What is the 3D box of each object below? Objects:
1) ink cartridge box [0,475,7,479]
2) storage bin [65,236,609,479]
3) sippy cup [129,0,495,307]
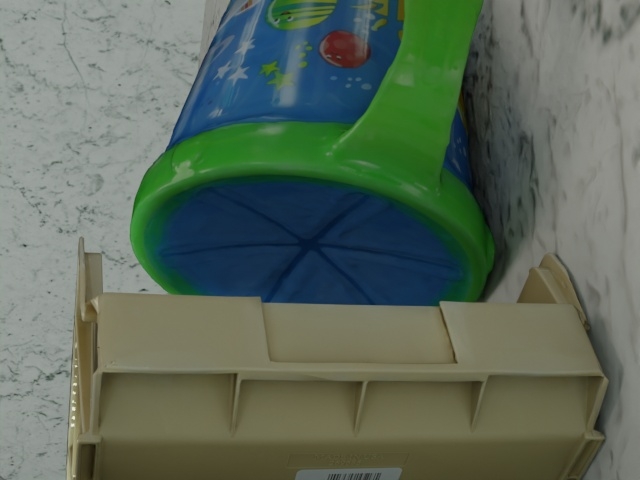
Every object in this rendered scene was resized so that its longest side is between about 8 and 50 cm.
[{"bbox_3d":[-0.025,0.258,0.476,0.069,0.371,0.176,-53,-4,-32],"label":"ink cartridge box"},{"bbox_3d":[-0.009,0.120,0.604,0.123,0.262,0.260,-101,19,-46],"label":"storage bin"},{"bbox_3d":[0.004,-0.076,0.739,0.240,0.305,0.224,42,-134,-45],"label":"sippy cup"}]
